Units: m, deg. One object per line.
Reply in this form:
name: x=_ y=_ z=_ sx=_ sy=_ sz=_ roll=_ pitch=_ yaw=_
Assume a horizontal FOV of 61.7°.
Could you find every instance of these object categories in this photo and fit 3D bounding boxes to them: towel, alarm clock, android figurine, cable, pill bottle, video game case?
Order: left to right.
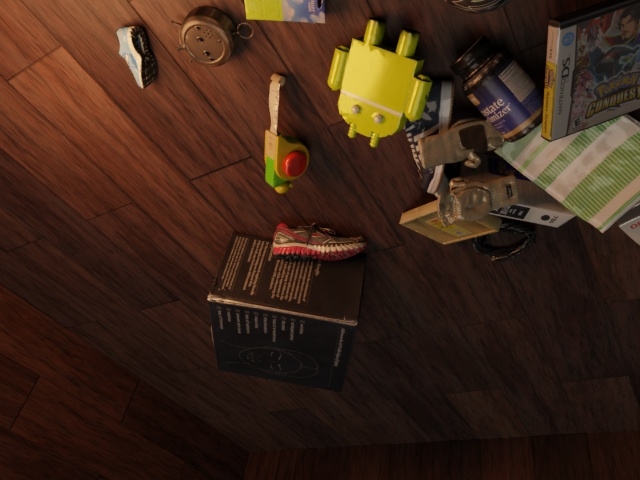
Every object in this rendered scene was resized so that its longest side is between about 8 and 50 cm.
alarm clock: x=-0.245 y=-0.473 z=1.248 sx=0.192 sy=0.064 sz=0.129 roll=-6 pitch=136 yaw=16
android figurine: x=0.129 y=-0.349 z=1.215 sx=0.248 sy=0.056 sz=0.273 roll=30 pitch=124 yaw=21
pill bottle: x=0.390 y=-0.332 z=1.171 sx=0.219 sy=0.123 sz=0.123 roll=45 pitch=133 yaw=-6
cable: x=0.553 y=-0.005 z=1.603 sx=0.184 sy=0.047 sz=0.150 roll=-27 pitch=121 yaw=39
towel: x=0.613 y=-0.199 z=1.235 sx=0.324 sy=0.038 sz=0.248 roll=39 pitch=117 yaw=1
video game case: x=0.576 y=-0.353 z=1.075 sx=0.274 sy=0.035 sz=0.248 roll=-20 pitch=128 yaw=-8

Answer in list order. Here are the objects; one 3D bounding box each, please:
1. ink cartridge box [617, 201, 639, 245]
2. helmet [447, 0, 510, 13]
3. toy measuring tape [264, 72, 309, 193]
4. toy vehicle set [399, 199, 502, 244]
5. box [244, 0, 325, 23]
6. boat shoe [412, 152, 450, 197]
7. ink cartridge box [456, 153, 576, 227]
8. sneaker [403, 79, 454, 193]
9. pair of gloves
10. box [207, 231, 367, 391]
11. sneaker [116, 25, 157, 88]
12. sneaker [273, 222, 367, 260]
ink cartridge box: x=0.872 y=-0.074 z=1.341 sx=0.232 sy=0.168 sz=0.171 roll=34 pitch=135 yaw=-23
helmet: x=0.307 y=-0.508 z=0.991 sx=0.169 sy=0.169 sz=0.162 roll=0 pitch=122 yaw=14
toy measuring tape: x=-0.083 y=-0.276 z=1.419 sx=0.121 sy=0.121 sz=0.330 roll=8 pitch=122 yaw=4
toy vehicle set: x=0.357 y=-0.052 z=1.508 sx=0.166 sy=0.035 sz=0.267 roll=24 pitch=165 yaw=-15
box: x=-0.076 y=-0.529 z=1.152 sx=0.178 sy=0.042 sz=0.109 roll=6 pitch=140 yaw=7
boat shoe: x=0.282 y=-0.196 z=1.432 sx=0.065 sy=0.083 sz=0.183 roll=-30 pitch=105 yaw=-8
ink cartridge box: x=0.515 y=-0.128 z=1.372 sx=0.332 sy=0.165 sz=0.065 roll=12 pitch=141 yaw=3
sneaker: x=0.235 y=-0.254 z=1.317 sx=0.153 sy=0.099 sz=0.282 roll=5 pitch=119 yaw=7
pair of gloves: x=0.350 y=-0.165 z=1.270 sx=0.204 sy=0.042 sz=0.240 roll=-22 pitch=105 yaw=-1
box: x=-0.110 y=0.262 z=1.874 sx=0.471 sy=0.297 sz=0.480 roll=11 pitch=139 yaw=3
sneaker: x=-0.460 y=-0.457 z=1.332 sx=0.073 sy=0.063 sz=0.162 roll=19 pitch=138 yaw=20
sneaker: x=0.000 y=0.000 z=1.697 sx=0.299 sy=0.112 sz=0.121 roll=1 pitch=165 yaw=-6
